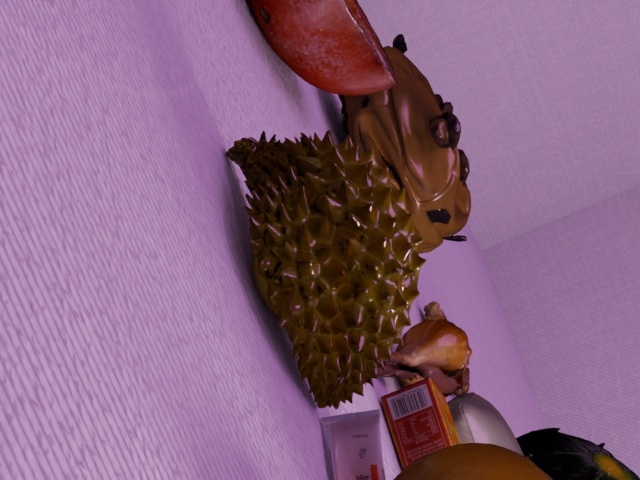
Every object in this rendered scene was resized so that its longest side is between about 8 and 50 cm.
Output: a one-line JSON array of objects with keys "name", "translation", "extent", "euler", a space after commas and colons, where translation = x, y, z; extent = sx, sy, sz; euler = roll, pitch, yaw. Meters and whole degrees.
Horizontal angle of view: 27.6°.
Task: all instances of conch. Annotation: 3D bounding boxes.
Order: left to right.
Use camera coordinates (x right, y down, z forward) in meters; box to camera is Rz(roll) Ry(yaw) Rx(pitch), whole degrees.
[{"name": "conch", "translation": [0.136, 0.170, 1.829], "extent": [0.330, 0.093, 0.109], "euler": [-4, 88, -58]}]

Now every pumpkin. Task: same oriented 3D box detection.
[{"name": "pumpkin", "translation": [0.382, 0.457, 2.087], "extent": [0.296, 0.295, 0.296], "euler": [-23, 90, -80]}]

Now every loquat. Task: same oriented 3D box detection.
[{"name": "loquat", "translation": [0.149, 0.304, 1.247], "extent": [0.213, 0.213, 0.213], "euler": [-23, 90, -80]}]

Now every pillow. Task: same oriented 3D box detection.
[{"name": "pillow", "translation": [0.253, 0.373, 1.846], "extent": [0.255, 0.119, 0.322], "euler": [14, 54, -77]}]

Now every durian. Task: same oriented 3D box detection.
[{"name": "durian", "translation": [0.000, 0.000, 1.304], "extent": [0.166, 0.172, 0.306], "euler": [101, -35, -63]}]

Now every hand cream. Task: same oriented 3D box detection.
[{"name": "hand cream", "translation": [0.042, 0.246, 1.223], "extent": [0.052, 0.038, 0.216], "euler": [13, 40, -20]}]

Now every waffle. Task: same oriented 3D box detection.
[{"name": "waffle", "translation": [0.229, 0.198, 2.349], "extent": [0.191, 0.038, 0.191], "euler": [-23, 90, -79]}]

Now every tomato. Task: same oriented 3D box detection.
[{"name": "tomato", "translation": [-0.022, -0.348, 1.952], "extent": [0.338, 0.143, 0.338], "euler": [60, 9, -15]}]

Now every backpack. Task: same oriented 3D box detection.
[{"name": "backpack", "translation": [0.148, -0.172, 2.286], "extent": [0.353, 0.201, 0.378], "euler": [45, 26, -75]}]

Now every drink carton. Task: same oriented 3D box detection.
[{"name": "drink carton", "translation": [0.147, 0.293, 1.618], "extent": [0.096, 0.071, 0.223], "euler": [52, 18, -59]}]
